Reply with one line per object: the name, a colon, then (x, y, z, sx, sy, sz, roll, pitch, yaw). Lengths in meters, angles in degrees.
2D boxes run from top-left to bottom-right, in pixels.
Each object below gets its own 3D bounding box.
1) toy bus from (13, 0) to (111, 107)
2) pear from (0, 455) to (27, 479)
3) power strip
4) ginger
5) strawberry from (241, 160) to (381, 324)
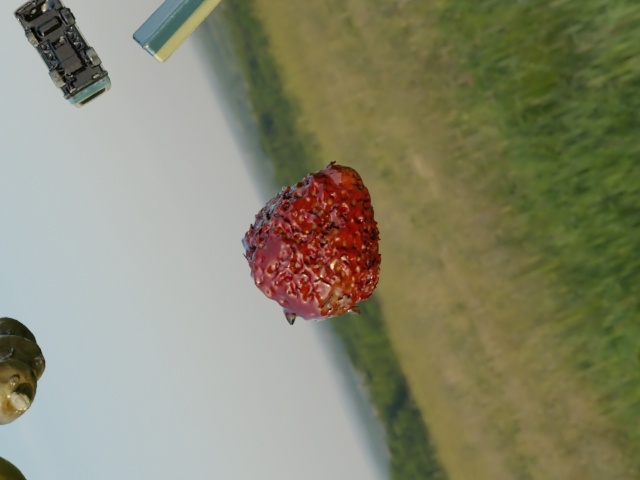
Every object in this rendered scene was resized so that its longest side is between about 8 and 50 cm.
toy bus: (-0.287, -0.213, 1.609, 0.123, 0.060, 0.075, 57, 176, 13)
pear: (-0.510, 0.406, 2.063, 0.209, 0.209, 0.209, 157, 90, -88)
power strip: (-0.140, -0.242, 1.494, 0.032, 0.123, 0.056, 43, -179, -28)
ginger: (-0.385, 0.155, 1.741, 0.080, 0.104, 0.204, 57, -169, -22)
strawberry: (0.000, 0.000, 1.771, 0.184, 0.201, 0.187, 32, -166, 36)
